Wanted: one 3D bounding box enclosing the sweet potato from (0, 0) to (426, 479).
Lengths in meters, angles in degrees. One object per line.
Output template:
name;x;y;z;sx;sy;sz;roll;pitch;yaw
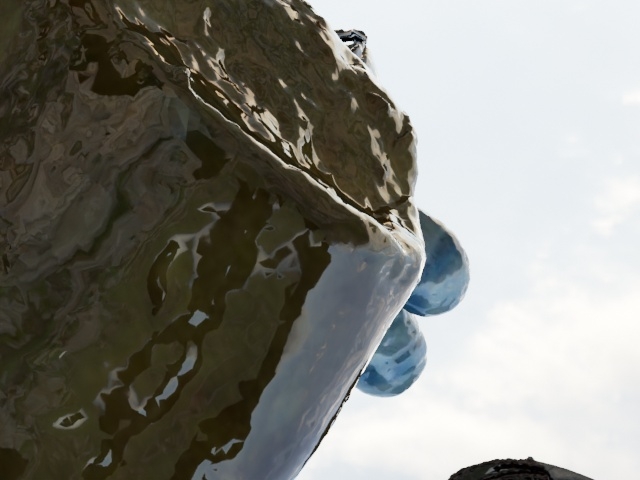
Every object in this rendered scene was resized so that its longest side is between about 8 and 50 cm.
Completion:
sweet potato;-0.094;0.060;0.356;0.158;0.158;0.369;25;-104;36

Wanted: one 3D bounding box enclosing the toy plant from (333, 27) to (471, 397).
toy plant;0.000;0.000;1.132;0.247;0.332;0.247;-23;-163;7

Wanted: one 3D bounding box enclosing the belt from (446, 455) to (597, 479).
belt;0.258;0.345;1.301;0.289;0.164;0.184;11;-128;26
